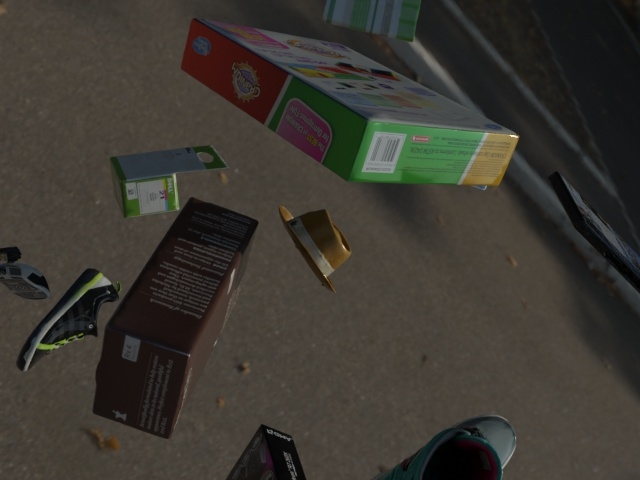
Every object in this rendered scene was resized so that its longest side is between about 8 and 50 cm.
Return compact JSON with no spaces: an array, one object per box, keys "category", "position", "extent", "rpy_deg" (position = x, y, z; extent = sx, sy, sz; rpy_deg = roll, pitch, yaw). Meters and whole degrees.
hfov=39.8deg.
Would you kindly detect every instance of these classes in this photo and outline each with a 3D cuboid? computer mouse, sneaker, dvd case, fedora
[{"category":"computer mouse","position":[-0.526,0.050,1.512],"extent":[0.193,0.106,0.042],"rpy_deg":[65,25,-62]},{"category":"sneaker","position":[0.213,0.317,1.271],"extent":[0.295,0.178,0.123],"rpy_deg":[-22,80,-34]},{"category":"dvd case","position":[0.473,0.009,1.437],"extent":[0.253,0.022,0.180],"rpy_deg":[41,22,-20]},{"category":"fedora","position":[0.000,0.000,1.576],"extent":[0.194,0.079,0.194],"rpy_deg":[57,2,-3]},{"category":"sneaker","position":[-0.454,0.156,1.618],"extent":[0.097,0.084,0.234],"rpy_deg":[41,69,-11]}]

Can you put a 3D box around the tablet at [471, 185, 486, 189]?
[{"category":"tablet","position":[0.197,-0.105,1.201],"extent":[0.083,0.054,0.006],"rpy_deg":[17,-1,-22]}]

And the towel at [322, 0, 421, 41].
[{"category":"towel","position":[0.086,-0.386,1.437],"extent":[0.152,0.023,0.113],"rpy_deg":[13,77,-4]}]

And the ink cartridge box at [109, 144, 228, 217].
[{"category":"ink cartridge box","position":[-0.362,-0.147,2.121],"extent":[0.189,0.255,0.097],"rpy_deg":[-131,-144,-60]}]

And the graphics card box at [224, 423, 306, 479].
[{"category":"graphics card box","position":[-0.115,0.585,1.853],"extent":[0.094,0.232,0.371],"rpy_deg":[27,14,-21]}]

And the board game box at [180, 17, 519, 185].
[{"category":"board game box","position":[0.027,-0.158,0.997],"extent":[0.242,0.064,0.316],"rpy_deg":[-1,28,-42]}]

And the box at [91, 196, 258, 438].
[{"category":"box","position":[-0.228,0.112,1.446],"extent":[0.143,0.191,0.381],"rpy_deg":[20,36,3]}]
